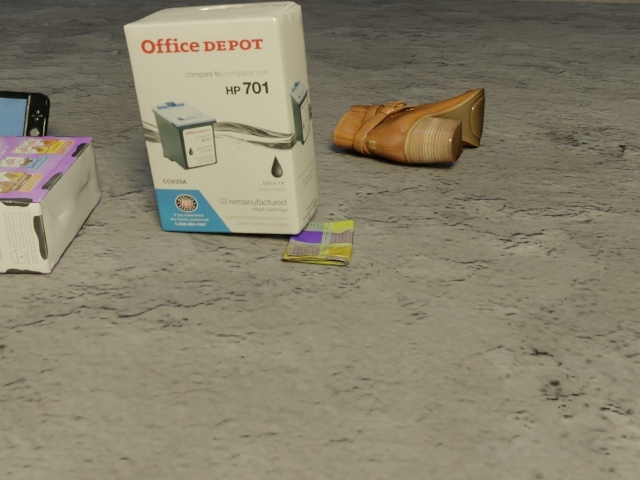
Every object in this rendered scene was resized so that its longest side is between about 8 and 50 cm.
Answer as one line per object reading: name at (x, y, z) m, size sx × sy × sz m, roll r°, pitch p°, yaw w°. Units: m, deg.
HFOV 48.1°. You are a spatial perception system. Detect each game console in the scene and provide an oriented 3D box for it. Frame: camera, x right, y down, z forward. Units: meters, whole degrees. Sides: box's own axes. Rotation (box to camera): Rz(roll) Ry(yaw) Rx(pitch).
game console at (-0.393, -0.130, 0.840) m, size 0.122 × 0.107 × 0.071 m, roll 6°, pitch -2°, yaw 9°

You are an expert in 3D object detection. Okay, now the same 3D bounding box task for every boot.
boot at (0.117, -0.150, 0.889) m, size 0.152 × 0.073 × 0.197 m, roll 9°, pitch 24°, yaw 26°

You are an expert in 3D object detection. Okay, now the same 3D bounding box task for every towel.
towel at (0.000, 0.000, 0.645) m, size 0.060 × 0.009 × 0.083 m, roll 3°, pitch 26°, yaw 7°

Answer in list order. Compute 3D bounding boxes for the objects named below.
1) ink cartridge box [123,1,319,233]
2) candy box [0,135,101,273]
ink cartridge box at (-0.083, -0.108, 0.648) m, size 0.139 × 0.191 × 0.082 m, roll 1°, pitch 27°, yaw 15°
candy box at (-0.320, -0.038, 0.650) m, size 0.196 × 0.070 × 0.165 m, roll 1°, pitch 26°, yaw -1°
